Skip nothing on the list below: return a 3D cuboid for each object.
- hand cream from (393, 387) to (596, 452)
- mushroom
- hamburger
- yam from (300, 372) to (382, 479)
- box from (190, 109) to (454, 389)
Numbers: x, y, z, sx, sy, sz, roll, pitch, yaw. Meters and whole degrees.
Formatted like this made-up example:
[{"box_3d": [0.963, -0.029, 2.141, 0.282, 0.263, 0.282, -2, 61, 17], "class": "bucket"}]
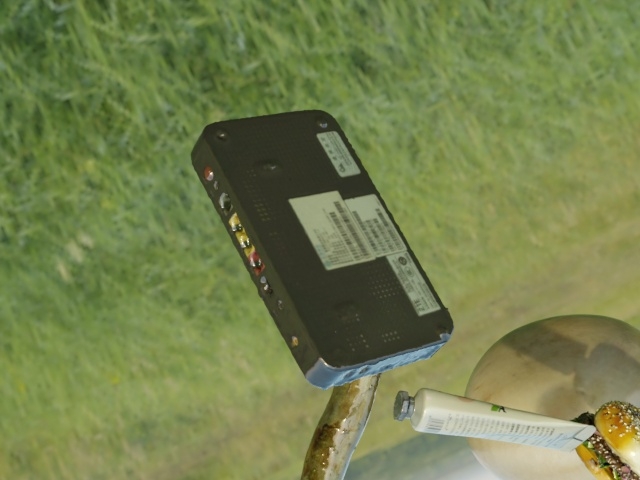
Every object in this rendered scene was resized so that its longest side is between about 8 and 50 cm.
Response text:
[{"box_3d": [0.201, 0.213, 1.522, 0.234, 0.050, 0.080, 12, 148, -12], "class": "hand cream"}, {"box_3d": [0.426, 0.295, 2.216, 0.362, 0.295, 0.362, -19, -155, 9], "class": "mushroom"}, {"box_3d": [0.396, 0.268, 1.642, 0.093, 0.164, 0.189, -51, 148, 15], "class": "hamburger"}, {"box_3d": [0.036, 0.244, 1.853, 0.067, 0.317, 0.071, 19, 167, 3], "class": "yam"}, {"box_3d": [0.000, 0.000, 1.550, 0.211, 0.350, 0.058, -12, 154, -39], "class": "box"}]
